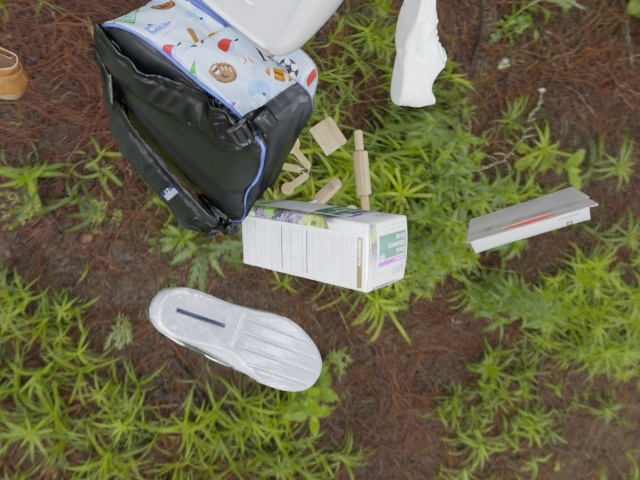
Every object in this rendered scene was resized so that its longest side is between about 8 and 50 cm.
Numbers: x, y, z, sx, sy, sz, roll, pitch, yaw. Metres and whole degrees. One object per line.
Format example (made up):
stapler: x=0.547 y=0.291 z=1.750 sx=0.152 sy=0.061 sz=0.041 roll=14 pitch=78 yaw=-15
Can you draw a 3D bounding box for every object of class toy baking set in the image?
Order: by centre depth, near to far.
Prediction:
toy baking set: x=0.002 y=-0.100 z=1.025 sx=0.197 sy=0.030 sz=0.256 roll=-11 pitch=95 yaw=-6

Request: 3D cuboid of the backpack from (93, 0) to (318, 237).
backpack: x=-0.149 y=-0.182 z=0.697 sx=0.263 sy=0.276 sz=0.213 roll=36 pitch=56 yaw=-1

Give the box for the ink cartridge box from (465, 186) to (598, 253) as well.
ink cartridge box: x=0.319 y=-0.021 z=0.831 sx=0.181 sy=0.225 sz=0.056 roll=-19 pitch=97 yaw=19

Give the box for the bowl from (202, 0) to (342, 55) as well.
bowl: x=-0.051 y=-0.231 z=0.464 sx=0.142 sy=0.142 sz=0.053 roll=37 pitch=55 yaw=-15

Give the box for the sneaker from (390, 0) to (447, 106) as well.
sneaker: x=0.186 y=-0.345 z=0.961 sx=0.094 sy=0.080 sz=0.212 roll=1 pitch=111 yaw=-17

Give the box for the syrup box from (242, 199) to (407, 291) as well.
syrup box: x=0.000 y=0.000 z=0.784 sx=0.093 sy=0.237 sz=0.096 roll=-15 pitch=109 yaw=-49

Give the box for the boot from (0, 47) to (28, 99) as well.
boot: x=-0.570 y=-0.268 z=0.848 sx=0.197 sy=0.152 sz=0.072 roll=-9 pitch=91 yaw=-27

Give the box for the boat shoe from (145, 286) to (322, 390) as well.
boat shoe: x=-0.148 y=0.164 z=0.961 sx=0.335 sy=0.119 sz=0.121 roll=33 pitch=73 yaw=-25
